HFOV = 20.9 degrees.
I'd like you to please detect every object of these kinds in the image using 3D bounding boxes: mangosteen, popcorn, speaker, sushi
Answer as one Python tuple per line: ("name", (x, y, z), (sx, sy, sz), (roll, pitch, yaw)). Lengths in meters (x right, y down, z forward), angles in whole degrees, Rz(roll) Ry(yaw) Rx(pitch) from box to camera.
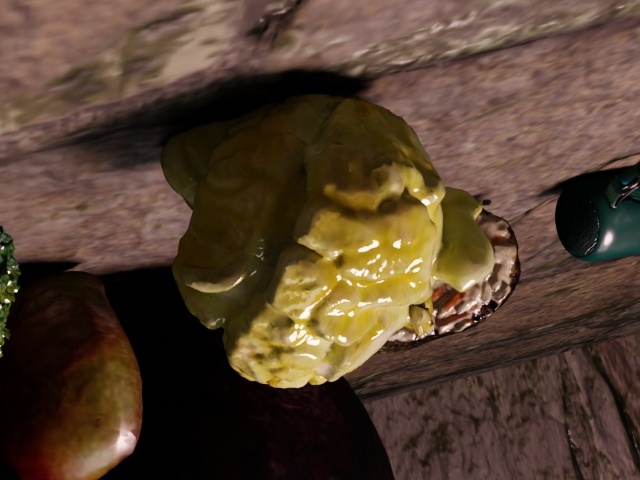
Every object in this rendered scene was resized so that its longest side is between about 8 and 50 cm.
("mangosteen", (-0.156, 0.190, 1.140), (0.382, 0.382, 0.435), (-21, 130, 32))
("popcorn", (0.000, 0.000, 0.794), (0.162, 0.141, 0.135), (27, 162, -10))
("speaker", (0.213, -0.030, 1.230), (0.075, 0.060, 0.094), (-9, 134, -30))
("sushi", (0.065, 0.029, 1.204), (0.150, 0.090, 0.078), (-14, 167, 6))

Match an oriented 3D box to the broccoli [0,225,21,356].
("broccoli", (-0.191, 0.034, 0.629), (0.156, 0.195, 0.195), (11, 160, -23))
